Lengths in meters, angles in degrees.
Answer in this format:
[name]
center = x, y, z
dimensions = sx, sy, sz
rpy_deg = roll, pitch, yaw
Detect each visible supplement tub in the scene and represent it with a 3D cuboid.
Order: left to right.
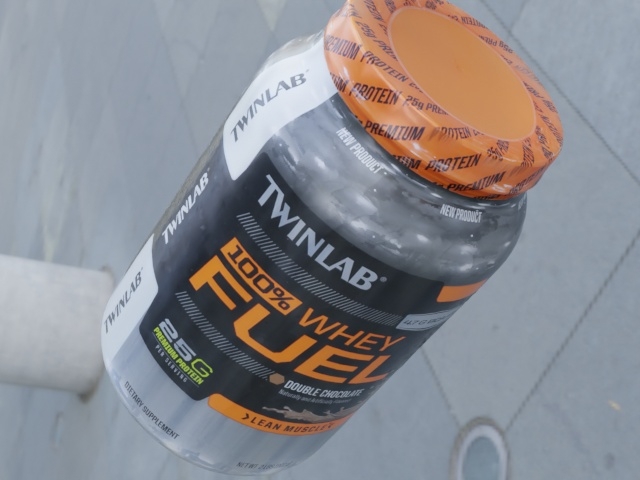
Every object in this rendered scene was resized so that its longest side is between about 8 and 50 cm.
[supplement tub]
center = 0.000, 0.000, 0.739
dimensions = 0.338, 0.207, 0.207
rpy_deg = -52, 35, 36
